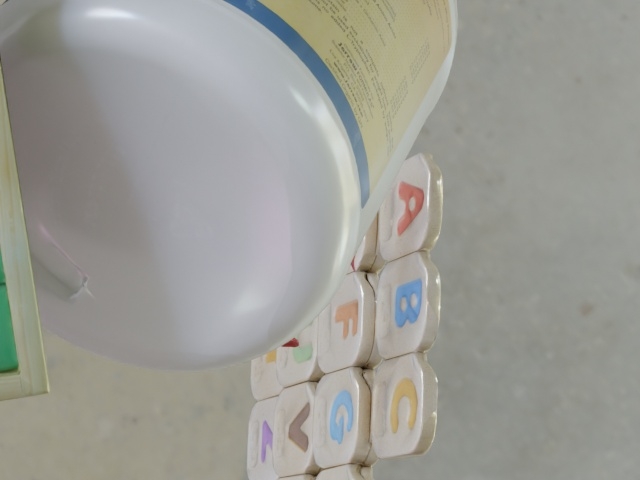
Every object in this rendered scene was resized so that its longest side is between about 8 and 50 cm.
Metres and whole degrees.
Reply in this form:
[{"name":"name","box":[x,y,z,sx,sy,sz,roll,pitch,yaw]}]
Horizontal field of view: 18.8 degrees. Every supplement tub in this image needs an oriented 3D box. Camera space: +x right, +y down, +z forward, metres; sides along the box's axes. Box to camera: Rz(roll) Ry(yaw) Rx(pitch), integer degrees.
[{"name":"supplement tub","box":[-0.033,-0.062,0.691,0.144,0.199,0.144,9,124,14]}]

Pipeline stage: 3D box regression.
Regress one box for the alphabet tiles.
[{"name":"alphabet tiles","box":[0.004,0.056,1.176,0.021,0.278,0.284,7,77,-22]}]

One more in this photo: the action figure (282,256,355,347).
[{"name":"action figure","box":[0.000,0.000,1.020,0.038,0.030,0.115,38,63,-28]}]

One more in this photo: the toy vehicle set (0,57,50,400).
[{"name":"toy vehicle set","box":[-0.179,-0.075,0.558,0.166,0.035,0.267,-9,100,-7]}]
